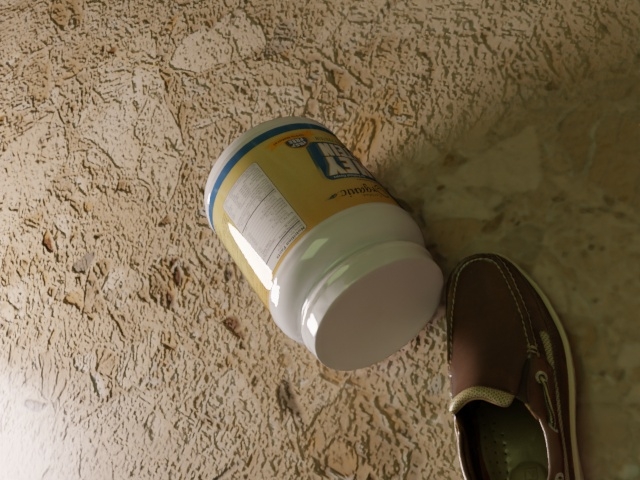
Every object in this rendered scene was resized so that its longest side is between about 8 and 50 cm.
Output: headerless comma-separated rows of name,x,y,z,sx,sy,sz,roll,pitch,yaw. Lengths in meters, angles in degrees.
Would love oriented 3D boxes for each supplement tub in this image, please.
supplement tub,0.000,0.000,0.733,0.144,0.144,0.199,-47,51,10

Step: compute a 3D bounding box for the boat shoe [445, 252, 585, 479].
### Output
boat shoe,0.136,0.115,0.615,0.095,0.095,0.257,-25,57,25
